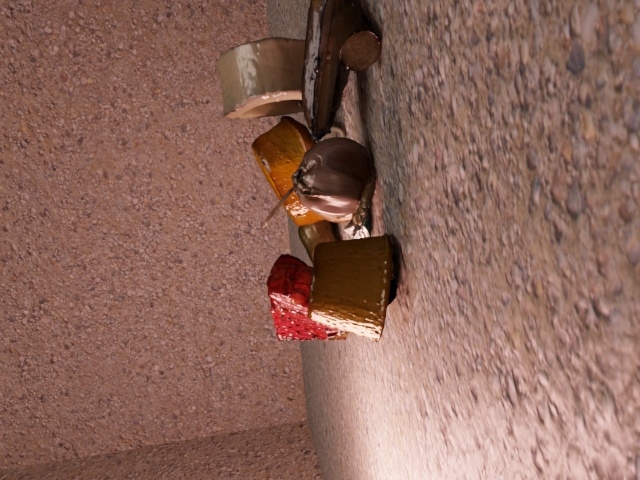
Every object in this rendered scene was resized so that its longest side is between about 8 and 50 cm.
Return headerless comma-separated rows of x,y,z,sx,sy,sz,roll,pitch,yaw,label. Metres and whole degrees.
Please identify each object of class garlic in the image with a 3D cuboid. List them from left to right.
0.015,-0.081,1.406,0.207,0.256,0.207,39,159,18,garlic

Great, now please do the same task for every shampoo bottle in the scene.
0.017,-0.272,1.732,0.204,0.065,0.065,-122,25,-72,shampoo bottle

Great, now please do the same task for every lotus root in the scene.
0.000,-0.371,1.372,0.167,0.078,0.330,-31,-46,-59,lotus root

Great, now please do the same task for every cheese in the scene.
-0.095,-0.397,1.649,0.332,0.292,0.153,-170,73,-70,cheese

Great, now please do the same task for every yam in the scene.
0.062,-0.373,1.240,0.127,0.084,0.084,-103,9,-51,yam

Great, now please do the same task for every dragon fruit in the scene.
-0.067,0.183,1.906,0.240,0.302,0.330,-59,-27,-5,dragon fruit

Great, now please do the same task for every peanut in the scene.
0.000,0.000,1.949,0.236,0.110,0.120,-112,39,-55,peanut

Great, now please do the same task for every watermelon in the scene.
0.081,-0.027,1.480,0.085,0.061,0.085,-10,-90,-87,watermelon

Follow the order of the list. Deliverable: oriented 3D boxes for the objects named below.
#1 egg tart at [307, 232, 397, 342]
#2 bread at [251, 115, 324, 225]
0.065,0.084,1.315,0.215,0.170,0.215,7,-90,-90,egg tart
-0.067,-0.189,1.844,0.312,0.172,0.312,61,175,10,bread
